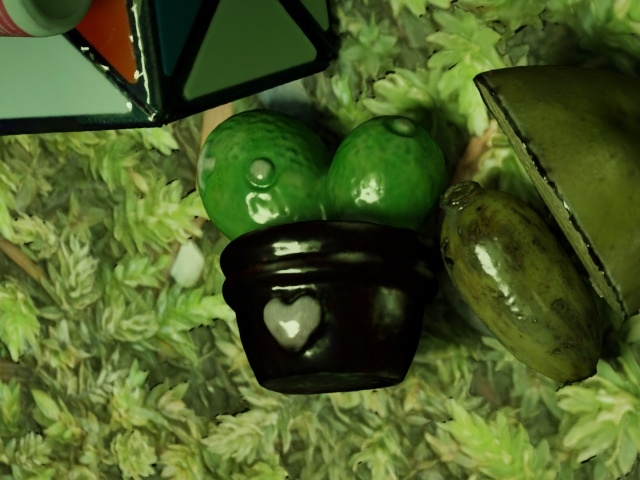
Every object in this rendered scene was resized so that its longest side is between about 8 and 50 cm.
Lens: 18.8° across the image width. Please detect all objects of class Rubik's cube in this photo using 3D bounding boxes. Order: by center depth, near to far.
[{"bbox_3d":[-0.161,-0.222,1.501,0.248,0.246,0.250,1,106,35],"label":"Rubik's cube"}]

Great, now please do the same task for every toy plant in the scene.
[{"bbox_3d":[0.000,0.000,1.526,0.218,0.175,0.235,-8,73,29],"label":"toy plant"}]

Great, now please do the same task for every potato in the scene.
[{"bbox_3d":[0.208,-0.054,1.378,0.117,0.182,0.202,-32,67,6],"label":"potato"}]

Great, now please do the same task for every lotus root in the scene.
[{"bbox_3d":[0.153,0.030,1.470,0.179,0.080,0.089,53,152,2],"label":"lotus root"}]

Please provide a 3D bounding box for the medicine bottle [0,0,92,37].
[{"bbox_3d":[-0.264,-0.191,1.370,0.217,0.090,0.090,6,109,35],"label":"medicine bottle"}]
